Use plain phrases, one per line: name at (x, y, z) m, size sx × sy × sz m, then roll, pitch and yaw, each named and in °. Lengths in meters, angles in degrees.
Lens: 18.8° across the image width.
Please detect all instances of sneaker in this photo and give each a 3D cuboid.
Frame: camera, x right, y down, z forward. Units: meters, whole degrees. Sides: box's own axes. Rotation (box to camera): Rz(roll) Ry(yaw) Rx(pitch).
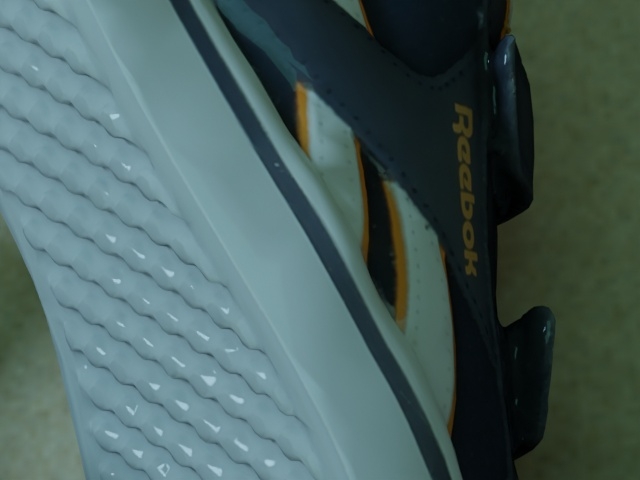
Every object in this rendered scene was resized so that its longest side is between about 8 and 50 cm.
sneaker at (0.000, 0.000, 0.465) m, size 0.127 × 0.126 × 0.321 m, roll -22°, pitch 91°, yaw -36°
